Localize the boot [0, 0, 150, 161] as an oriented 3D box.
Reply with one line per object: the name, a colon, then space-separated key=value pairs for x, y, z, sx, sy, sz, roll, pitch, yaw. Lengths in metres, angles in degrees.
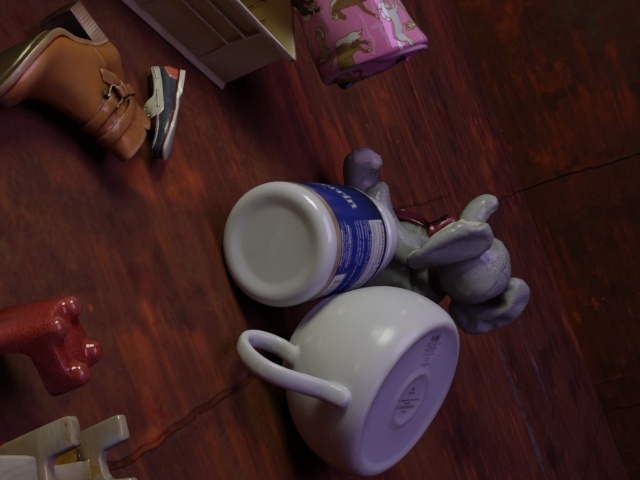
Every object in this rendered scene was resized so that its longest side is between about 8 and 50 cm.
boot: x=-0.239 y=-0.137 z=0.803 sx=0.152 sy=0.073 sz=0.197 roll=61 pitch=29 yaw=-28

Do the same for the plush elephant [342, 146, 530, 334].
plush elephant: x=0.186 y=0.018 z=1.284 sx=0.272 sy=0.256 sz=0.329 roll=58 pitch=29 yaw=-49

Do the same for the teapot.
teapot: x=0.037 y=0.155 z=1.015 sx=0.252 sy=0.187 sz=0.256 roll=-43 pitch=144 yaw=-28

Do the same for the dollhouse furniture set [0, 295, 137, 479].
dollhouse furniture set: x=-0.275 y=0.104 z=0.517 sx=0.374 sy=0.152 sz=0.201 roll=44 pitch=31 yaw=-73

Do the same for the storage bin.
storage bin: x=-0.157 y=-0.387 z=1.078 sx=0.260 sy=0.123 sz=0.262 roll=39 pitch=40 yaw=-49

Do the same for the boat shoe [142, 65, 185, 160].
boat shoe: x=-0.186 y=-0.151 z=0.947 sx=0.043 sy=0.049 sz=0.137 roll=10 pitch=56 yaw=-12

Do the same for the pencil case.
pencil case: x=0.006 y=-0.405 z=1.094 sx=0.167 sy=0.160 sz=0.386 roll=-163 pitch=-131 yaw=-80

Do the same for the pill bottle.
pill bottle: x=0.000 y=0.000 z=1.079 sx=0.265 sy=0.153 sz=0.153 roll=-5 pitch=77 yaw=-65
